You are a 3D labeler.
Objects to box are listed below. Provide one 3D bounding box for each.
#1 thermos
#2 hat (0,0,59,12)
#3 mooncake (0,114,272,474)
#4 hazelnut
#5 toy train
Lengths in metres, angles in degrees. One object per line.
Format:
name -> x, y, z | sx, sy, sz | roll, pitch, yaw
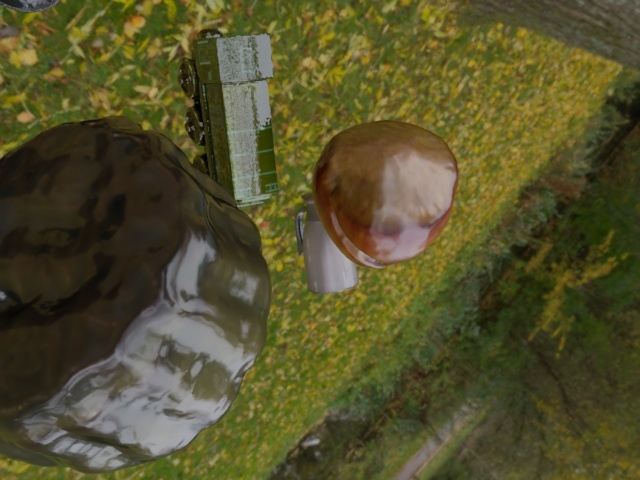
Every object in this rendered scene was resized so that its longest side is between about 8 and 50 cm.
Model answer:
thermos -> 0.000, 0.000, 1.294 | 0.105, 0.137, 0.193 | -18, 103, -39
hat -> -0.334, -0.310, 0.700 | 0.121, 0.050, 0.121 | -16, 157, -7
mooncake -> -0.191, 0.043, 0.541 | 0.290, 0.290, 0.161 | -47, 149, -5
hazelnut -> 0.068, -0.060, 0.765 | 0.182, 0.182, 0.182 | -40, 156, -21
toy train -> -0.107, -0.141, 0.777 | 0.090, 0.137, 0.226 | -15, 109, -28
